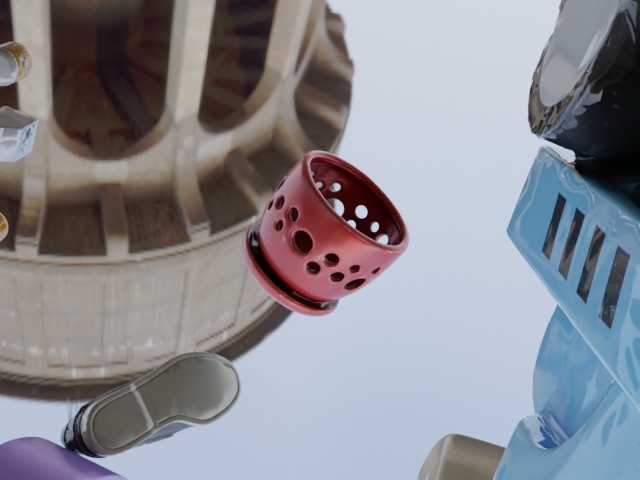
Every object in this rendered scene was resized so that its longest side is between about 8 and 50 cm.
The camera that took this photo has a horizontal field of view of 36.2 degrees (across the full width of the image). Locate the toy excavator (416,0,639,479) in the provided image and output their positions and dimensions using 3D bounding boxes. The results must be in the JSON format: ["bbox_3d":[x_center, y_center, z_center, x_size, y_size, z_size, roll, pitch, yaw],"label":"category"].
[{"bbox_3d":[0.153,0.095,0.466,0.222,0.445,0.433,19,-166,-7],"label":"toy excavator"}]

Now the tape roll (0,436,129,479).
[{"bbox_3d":[-0.265,0.311,0.828,0.090,0.275,0.275,21,-129,18],"label":"tape roll"}]

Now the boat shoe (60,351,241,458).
[{"bbox_3d":[-0.164,0.161,0.961,0.206,0.065,0.075,-16,-95,-51],"label":"boat shoe"}]

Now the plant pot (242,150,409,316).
[{"bbox_3d":[0.000,0.000,1.357,0.191,0.174,0.191,34,-156,-18],"label":"plant pot"}]

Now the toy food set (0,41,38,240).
[{"bbox_3d":[-0.372,-0.092,1.002,0.111,0.232,0.104,23,-154,3],"label":"toy food set"}]
